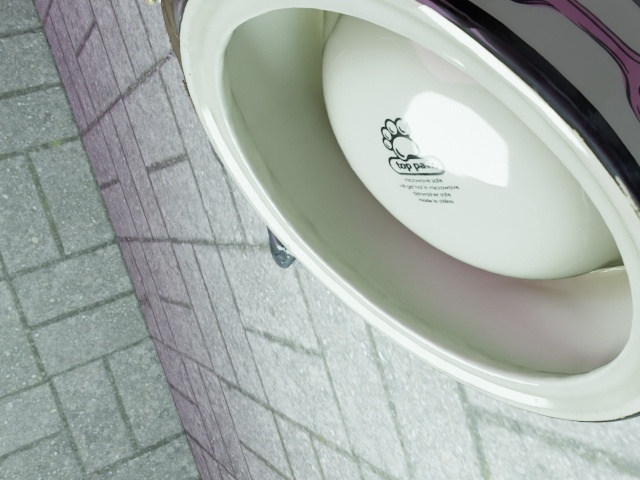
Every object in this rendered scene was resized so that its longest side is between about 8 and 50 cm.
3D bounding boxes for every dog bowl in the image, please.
[{"bbox_3d":[0.094,-0.060,0.515,0.408,0.150,0.408,37,159,17],"label":"dog bowl"}]

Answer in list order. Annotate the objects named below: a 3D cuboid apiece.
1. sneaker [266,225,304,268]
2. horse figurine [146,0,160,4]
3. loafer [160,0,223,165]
[{"bbox_3d":[0.000,0.000,0.965,0.268,0.101,0.153,57,154,38],"label":"sneaker"},{"bbox_3d":[-0.219,-0.447,1.018,0.263,0.174,0.066,54,151,1],"label":"horse figurine"},{"bbox_3d":[-0.123,-0.238,0.937,0.130,0.133,0.366,56,166,26],"label":"loafer"}]
